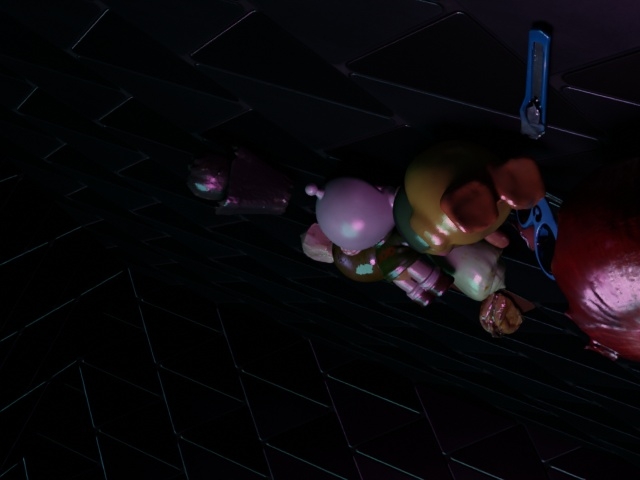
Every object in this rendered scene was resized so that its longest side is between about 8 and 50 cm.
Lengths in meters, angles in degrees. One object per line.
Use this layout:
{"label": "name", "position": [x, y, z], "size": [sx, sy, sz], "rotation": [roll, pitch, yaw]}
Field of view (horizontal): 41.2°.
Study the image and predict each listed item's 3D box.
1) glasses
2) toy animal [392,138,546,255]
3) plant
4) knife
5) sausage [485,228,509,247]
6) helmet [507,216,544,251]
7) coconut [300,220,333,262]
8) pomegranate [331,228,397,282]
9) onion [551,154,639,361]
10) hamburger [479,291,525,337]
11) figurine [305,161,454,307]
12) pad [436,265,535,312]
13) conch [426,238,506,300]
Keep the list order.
{"label": "glasses", "position": [0.439, -0.006, 1.525], "size": [0.207, 0.239, 0.102], "rotation": [28, 121, -28]}
{"label": "toy animal", "position": [0.242, -0.084, 1.561], "size": [0.191, 0.216, 0.338], "rotation": [60, 166, 1]}
{"label": "plant", "position": [-0.196, -0.141, 2.053], "size": [0.256, 0.164, 0.142], "rotation": [13, 169, -12]}
{"label": "knife", "position": [0.322, -0.228, 1.285], "size": [0.044, 0.026, 0.296], "rotation": [31, 167, 23]}
{"label": "sausage", "position": [0.334, -0.040, 1.800], "size": [0.186, 0.043, 0.043], "rotation": [36, 160, -31]}
{"label": "helmet", "position": [0.420, -0.024, 1.710], "size": [0.084, 0.049, 0.065], "rotation": [52, -164, 1]}
{"label": "coconut", "position": [0.000, 0.000, 2.278], "size": [0.125, 0.110, 0.110], "rotation": [11, 159, 20]}
{"label": "pomegranate", "position": [0.121, 0.000, 2.035], "size": [0.179, 0.179, 0.210], "rotation": [22, 132, 12]}
{"label": "onion", "position": [0.533, 0.023, 1.290], "size": [0.341, 0.341, 0.341], "rotation": [23, 163, 8]}
{"label": "hamburger", "position": [0.458, 0.203, 2.229], "size": [0.087, 0.102, 0.176], "rotation": [28, 168, 38]}
{"label": "figurine", "position": [0.128, -0.014, 1.844], "size": [0.370, 0.167, 0.281], "rotation": [46, 139, -2]}
{"label": "pad", "position": [0.421, 0.129, 2.238], "size": [0.267, 0.004, 0.181], "rotation": [26, 164, -3]}
{"label": "conch", "position": [0.310, 0.033, 1.920], "size": [0.251, 0.143, 0.137], "rotation": [31, 125, 28]}
